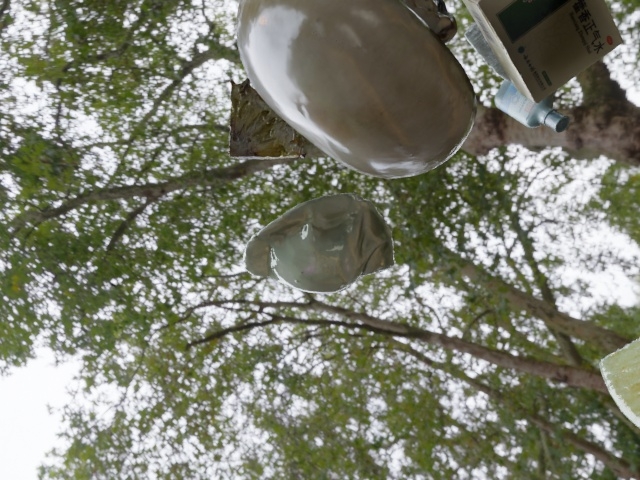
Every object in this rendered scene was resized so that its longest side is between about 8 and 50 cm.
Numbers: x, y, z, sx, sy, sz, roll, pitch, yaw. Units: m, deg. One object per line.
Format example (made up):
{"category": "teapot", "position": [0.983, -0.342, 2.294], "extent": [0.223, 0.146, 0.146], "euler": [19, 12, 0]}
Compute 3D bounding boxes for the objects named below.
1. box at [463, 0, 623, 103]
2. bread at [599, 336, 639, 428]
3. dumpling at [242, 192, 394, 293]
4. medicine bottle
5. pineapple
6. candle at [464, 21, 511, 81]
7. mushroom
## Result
{"category": "box", "position": [0.355, -0.359, 0.921], "extent": [0.168, 0.095, 0.212], "euler": [-37, -60, 14]}
{"category": "bread", "position": [0.280, 0.083, 0.368], "extent": [0.036, 0.193, 0.112], "euler": [27, -142, -17]}
{"category": "dumpling", "position": [0.000, 0.000, 0.931], "extent": [0.252, 0.131, 0.179], "euler": [0, -42, -3]}
{"category": "medicine bottle", "position": [0.510, -0.324, 1.384], "extent": [0.054, 0.208, 0.090], "euler": [7, -59, -34]}
{"category": "pineapple", "position": [-0.142, -0.263, 1.340], "extent": [0.186, 0.236, 0.114], "euler": [-39, -6, 6]}
{"category": "candle", "position": [0.401, -0.450, 1.273], "extent": [0.169, 0.068, 0.192], "euler": [8, -118, -31]}
{"category": "mushroom", "position": [0.067, -0.260, 0.788], "extent": [0.294, 0.362, 0.362], "euler": [-49, -46, 9]}
